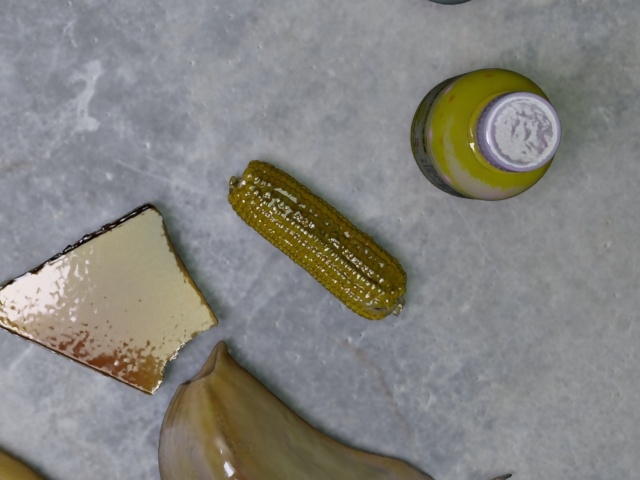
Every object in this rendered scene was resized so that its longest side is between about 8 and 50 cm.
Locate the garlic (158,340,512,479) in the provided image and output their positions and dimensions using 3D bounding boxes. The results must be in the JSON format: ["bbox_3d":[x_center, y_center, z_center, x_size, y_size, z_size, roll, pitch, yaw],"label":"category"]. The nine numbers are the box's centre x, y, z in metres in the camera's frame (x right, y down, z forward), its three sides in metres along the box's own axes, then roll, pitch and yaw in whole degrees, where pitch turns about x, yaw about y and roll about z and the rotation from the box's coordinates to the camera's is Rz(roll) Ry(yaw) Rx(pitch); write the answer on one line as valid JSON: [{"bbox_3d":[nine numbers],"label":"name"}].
[{"bbox_3d":[0.004,0.243,1.297,0.338,0.151,0.196,25,78,-8],"label":"garlic"}]

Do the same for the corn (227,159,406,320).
[{"bbox_3d":[0.000,0.000,1.313,0.207,0.068,0.068,40,89,-4],"label":"corn"}]

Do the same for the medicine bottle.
[{"bbox_3d":[0.156,-0.096,1.250,0.122,0.212,0.121,0,93,-6],"label":"medicine bottle"}]

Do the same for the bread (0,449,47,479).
[{"bbox_3d":[-0.301,0.274,1.287,0.173,0.085,0.134,31,89,-7],"label":"bread"}]

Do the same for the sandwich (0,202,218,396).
[{"bbox_3d":[-0.205,0.077,1.300,0.193,0.058,0.162,-29,96,-6],"label":"sandwich"}]

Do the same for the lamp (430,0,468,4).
[{"bbox_3d":[0.120,-0.273,1.292,0.105,0.105,0.105,0,93,-6],"label":"lamp"}]
